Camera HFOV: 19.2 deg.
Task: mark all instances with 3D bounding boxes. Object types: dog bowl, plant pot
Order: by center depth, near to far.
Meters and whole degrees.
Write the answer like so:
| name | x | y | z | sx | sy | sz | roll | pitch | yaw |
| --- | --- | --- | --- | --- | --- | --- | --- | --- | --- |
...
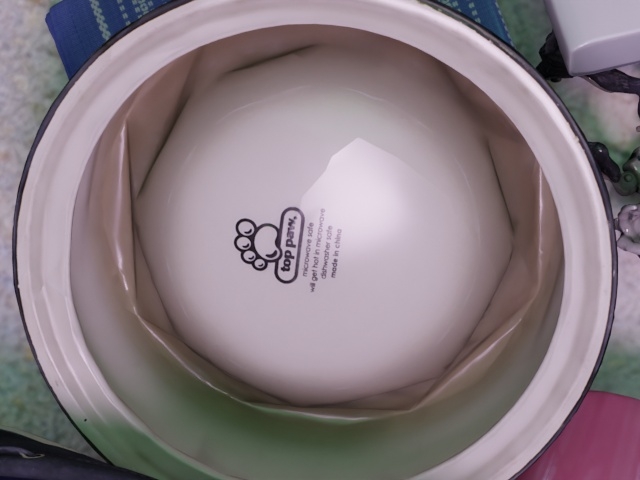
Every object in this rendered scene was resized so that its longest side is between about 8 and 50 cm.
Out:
| name | x | y | z | sx | sy | sz | roll | pitch | yaw |
| --- | --- | --- | --- | --- | --- | --- | --- | --- | --- |
| dog bowl | 0.000 | 0.000 | 1.329 | 0.408 | 0.150 | 0.408 | 2 | 109 | 5 |
| plant pot | 0.194 | 0.214 | 1.349 | 0.201 | 0.201 | 0.180 | 17 | 66 | 3 |

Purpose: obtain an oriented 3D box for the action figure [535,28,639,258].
| name | x | y | z | sx | sy | sz | roll | pitch | yaw |
| --- | --- | --- | --- | --- | --- | --- | --- | --- | --- |
| action figure | 0.265 | -0.050 | 1.406 | 0.276 | 0.141 | 0.164 | 33 | 81 | 8 |

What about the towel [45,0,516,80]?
| name | x | y | z | sx | sy | sz | roll | pitch | yaw |
| --- | --- | --- | --- | --- | --- | --- | --- | --- | --- |
| towel | -0.029 | -0.137 | 1.434 | 0.336 | 0.040 | 0.243 | -24 | 79 | 12 |

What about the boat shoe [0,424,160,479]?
| name | x | y | z | sx | sy | sz | roll | pitch | yaw |
| --- | --- | --- | --- | --- | --- | --- | --- | --- | --- |
| boat shoe | -0.083 | 0.242 | 1.209 | 0.500 | 0.156 | 0.187 | 17 | 93 | 20 |

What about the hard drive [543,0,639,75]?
| name | x | y | z | sx | sy | sz | roll | pitch | yaw |
| --- | --- | --- | --- | --- | --- | --- | --- | --- | --- |
| hard drive | 0.252 | -0.300 | 1.431 | 0.233 | 0.047 | 0.353 | -13 | 61 | -2 |
